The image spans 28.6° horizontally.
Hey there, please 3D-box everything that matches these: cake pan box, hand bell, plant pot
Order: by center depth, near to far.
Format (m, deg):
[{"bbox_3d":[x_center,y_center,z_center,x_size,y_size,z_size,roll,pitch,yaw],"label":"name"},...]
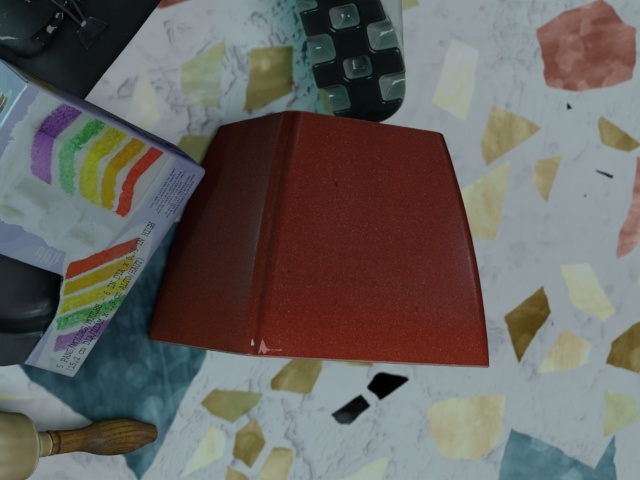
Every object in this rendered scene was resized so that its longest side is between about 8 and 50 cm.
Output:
[{"bbox_3d":[-0.269,-0.008,1.177,0.245,0.070,0.267,29,98,-49],"label":"cake pan box"},{"bbox_3d":[-0.267,0.207,1.278,0.242,0.126,0.126,3,100,-44],"label":"hand bell"},{"bbox_3d":[0.000,0.000,1.288,0.267,0.267,0.236,6,86,-28],"label":"plant pot"}]

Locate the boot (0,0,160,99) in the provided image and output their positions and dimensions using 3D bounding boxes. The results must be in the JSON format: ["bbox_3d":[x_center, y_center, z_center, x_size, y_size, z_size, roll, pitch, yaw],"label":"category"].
[{"bbox_3d":[-0.236,-0.390,1.142,0.367,0.146,0.445,42,86,-26],"label":"boot"}]

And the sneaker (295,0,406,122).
[{"bbox_3d":[0.019,-0.295,1.280,0.122,0.146,0.331,-4,123,9],"label":"sneaker"}]
